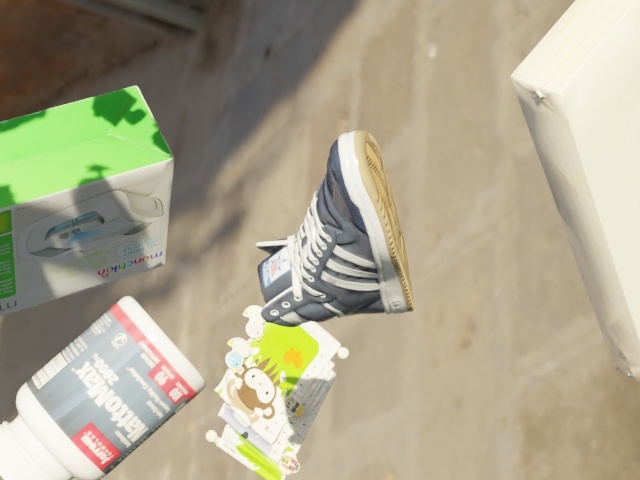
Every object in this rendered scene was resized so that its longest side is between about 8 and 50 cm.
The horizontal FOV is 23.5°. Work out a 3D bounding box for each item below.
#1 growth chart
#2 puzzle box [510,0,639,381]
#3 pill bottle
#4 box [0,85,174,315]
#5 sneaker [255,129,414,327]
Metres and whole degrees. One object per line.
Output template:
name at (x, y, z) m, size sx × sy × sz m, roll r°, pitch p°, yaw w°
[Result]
growth chart at (-0.060, 0.196, 2.027) m, size 0.021 × 0.172 × 0.237 m, roll -17°, pitch 45°, yaw 60°
puzzle box at (0.307, -0.086, 1.327) m, size 0.052 × 0.409 × 0.272 m, roll 25°, pitch 65°, yaw 38°
pill bottle at (-0.198, 0.144, 1.322) m, size 0.180 × 0.108 × 0.108 m, roll -42°, pitch 23°, yaw -6°
box at (-0.322, -0.041, 1.835) m, size 0.127 × 0.262 × 0.231 m, roll 61°, pitch 156°, yaw 28°
sneaker at (0.000, 0.000, 1.487) m, size 0.282 × 0.153 × 0.099 m, roll 71°, pitch -167°, yaw -58°
